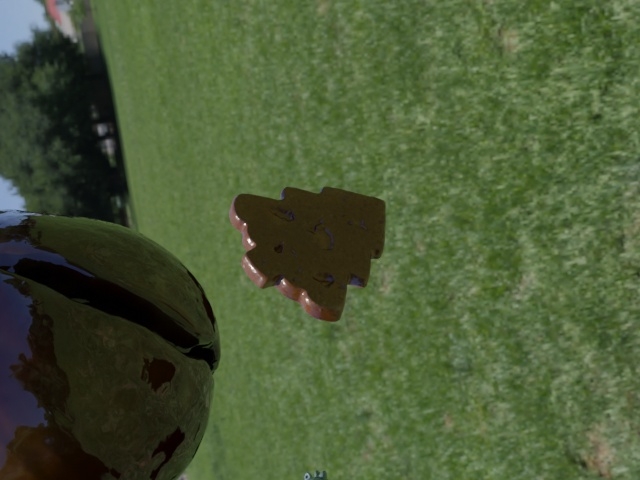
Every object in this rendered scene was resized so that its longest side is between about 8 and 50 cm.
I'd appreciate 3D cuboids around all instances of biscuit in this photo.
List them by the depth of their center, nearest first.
[{"bbox_3d":[0.000,0.000,1.484,0.284,0.306,0.043,50,145,21],"label":"biscuit"}]

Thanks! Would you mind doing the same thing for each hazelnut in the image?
[{"bbox_3d":[-0.331,0.160,0.978,0.429,0.402,0.402,0,103,37],"label":"hazelnut"}]

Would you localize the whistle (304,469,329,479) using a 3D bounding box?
[{"bbox_3d":[0.022,0.656,2.038,0.253,0.106,0.101,55,143,40],"label":"whistle"}]
